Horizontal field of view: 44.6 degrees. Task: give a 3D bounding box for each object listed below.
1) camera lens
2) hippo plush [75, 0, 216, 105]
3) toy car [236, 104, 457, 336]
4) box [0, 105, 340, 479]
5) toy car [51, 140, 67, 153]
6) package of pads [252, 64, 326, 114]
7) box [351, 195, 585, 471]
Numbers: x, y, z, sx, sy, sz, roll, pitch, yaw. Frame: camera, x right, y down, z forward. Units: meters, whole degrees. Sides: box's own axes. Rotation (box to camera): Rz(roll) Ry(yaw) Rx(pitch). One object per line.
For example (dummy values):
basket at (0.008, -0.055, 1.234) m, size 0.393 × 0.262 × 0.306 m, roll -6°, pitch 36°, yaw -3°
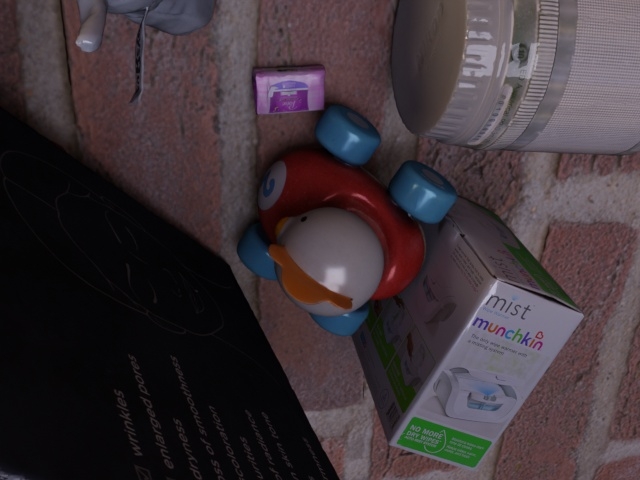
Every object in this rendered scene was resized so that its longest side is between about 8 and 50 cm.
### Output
camera lens at (0.237, -0.203, 0.827) m, size 0.274 × 0.219 × 0.219 m, roll 0°, pitch 118°, yaw -16°
hippo plush at (-0.224, -0.278, 0.688) m, size 0.237 × 0.234 × 0.294 m, roll 14°, pitch 81°, yaw 7°
toy car at (0.000, 0.000, 0.834) m, size 0.210 × 0.238 × 0.219 m, roll 38°, pitch 113°, yaw 6°
box at (-0.253, 0.150, 0.680) m, size 0.297 × 0.480 × 0.472 m, roll -41°, pitch 134°, yaw 7°
toy car at (-0.394, 0.001, 0.865) m, size 0.239 × 0.053 × 0.224 m, roll -1°, pitch 118°, yaw -14°
package of pads at (-0.035, -0.170, 0.881) m, size 0.083 × 0.032 × 0.050 m, roll -6°, pitch 118°, yaw -12°
box at (0.153, 0.092, 0.940) m, size 0.127 × 0.262 × 0.231 m, roll 22°, pitch 109°, yaw -19°
